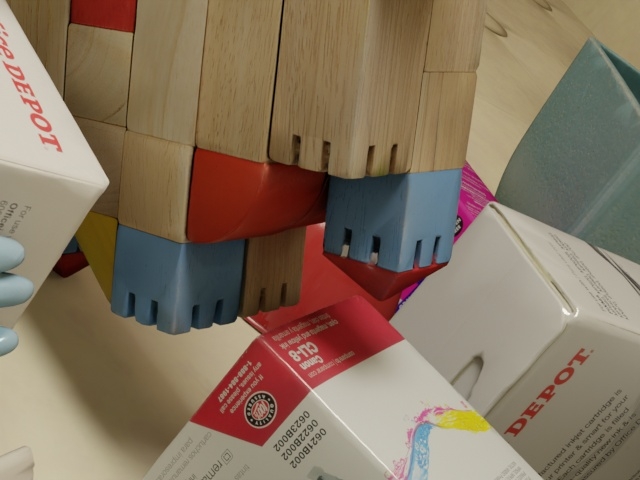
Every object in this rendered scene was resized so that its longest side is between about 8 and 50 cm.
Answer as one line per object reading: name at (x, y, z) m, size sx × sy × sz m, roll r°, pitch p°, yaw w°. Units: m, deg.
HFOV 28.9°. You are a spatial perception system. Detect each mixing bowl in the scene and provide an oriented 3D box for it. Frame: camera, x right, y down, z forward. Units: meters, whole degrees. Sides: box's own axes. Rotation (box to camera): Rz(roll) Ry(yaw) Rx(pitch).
mixing bowl at (0.000, 0.000, 0.944) m, size 0.181 × 0.098 × 0.181 m, roll 32°, pitch 23°, yaw -15°

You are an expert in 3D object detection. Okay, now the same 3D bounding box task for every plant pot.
plant pot at (0.289, 0.010, 1.169) m, size 0.248 × 0.252 × 0.247 m, roll 31°, pitch 23°, yaw -17°

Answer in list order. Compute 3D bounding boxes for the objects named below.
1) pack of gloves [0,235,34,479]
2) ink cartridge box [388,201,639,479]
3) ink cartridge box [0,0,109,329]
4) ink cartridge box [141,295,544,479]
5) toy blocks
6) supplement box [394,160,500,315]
pack of gloves at (-0.193, 0.078, 0.437) m, size 0.046 × 0.195 × 0.232 m, roll 7°, pitch 8°, yaw 27°
ink cartridge box at (0.165, 0.111, 0.854) m, size 0.273 × 0.197 × 0.114 m, roll 19°, pitch 28°, yaw -41°
ink cartridge box at (-0.249, -0.038, 0.531) m, size 0.232 × 0.168 × 0.171 m, roll 15°, pitch 31°, yaw -44°
ink cartridge box at (0.021, 0.142, 0.660) m, size 0.176 × 0.128 × 0.127 m, roll 44°, pitch 23°, yaw 14°
toy blocks at (-0.066, -0.075, 0.658) m, size 0.381 × 0.261 × 0.191 m, roll 15°, pitch 15°, yaw 36°
supplement box at (0.082, -0.024, 1.086) m, size 0.114 × 0.111 × 0.220 m, roll 25°, pitch 25°, yaw -44°
